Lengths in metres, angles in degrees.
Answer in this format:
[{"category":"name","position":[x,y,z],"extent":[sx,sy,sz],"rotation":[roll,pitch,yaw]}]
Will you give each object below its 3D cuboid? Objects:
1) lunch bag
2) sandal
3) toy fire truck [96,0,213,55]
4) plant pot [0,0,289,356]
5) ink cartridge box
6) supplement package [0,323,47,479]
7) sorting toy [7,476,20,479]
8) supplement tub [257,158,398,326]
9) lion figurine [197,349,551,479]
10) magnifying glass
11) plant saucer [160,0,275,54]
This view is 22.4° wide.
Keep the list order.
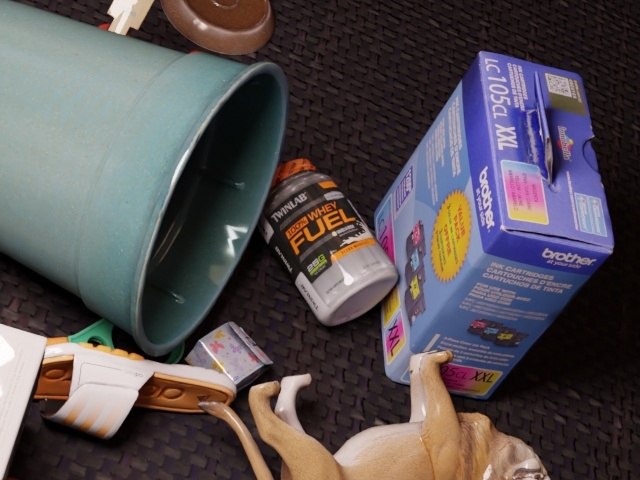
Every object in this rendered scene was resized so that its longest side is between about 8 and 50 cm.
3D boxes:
[{"category":"lunch bag","position":[-0.102,0.134,1.873],"extent":[0.071,0.053,0.083],"rotation":[49,40,12]},{"category":"sandal","position":[-0.210,0.173,1.754],"extent":[0.265,0.102,0.076],"rotation":[9,52,-24]},{"category":"toy fire truck","position":[-0.198,-0.218,1.959],"extent":[0.217,0.246,0.158],"rotation":[14,51,-17]},{"category":"plant pot","position":[-0.258,-0.093,1.779],"extent":[0.334,0.341,0.341],"rotation":[23,46,14]},{"category":"ink cartridge box","position":[0.208,-0.031,1.925],"extent":[0.151,0.395,0.270],"rotation":[11,51,-19]},{"category":"supplement package","position":[-0.433,0.154,1.560],"extent":[0.293,0.175,0.177],"rotation":[18,67,-7]},{"category":"sorting toy","position":[-0.300,0.280,1.674],"extent":[0.102,0.042,0.061],"rotation":[37,62,-14]},{"category":"supplement tub","position":[0.000,0.000,1.984],"extent":[0.117,0.117,0.190],"rotation":[-21,67,-37]},{"category":"lion figurine","position":[0.067,0.257,1.822],"extent":[0.392,0.142,0.240],"rotation":[-8,87,-16]},{"category":"magnifying glass","position":[-0.261,0.120,1.820],"extent":[0.231,0.026,0.092],"rotation":[-4,58,-29]},{"category":"plant saucer","position":[-0.137,-0.328,2.225],"extent":[0.168,0.029,0.168],"rotation":[14,51,-18]}]
